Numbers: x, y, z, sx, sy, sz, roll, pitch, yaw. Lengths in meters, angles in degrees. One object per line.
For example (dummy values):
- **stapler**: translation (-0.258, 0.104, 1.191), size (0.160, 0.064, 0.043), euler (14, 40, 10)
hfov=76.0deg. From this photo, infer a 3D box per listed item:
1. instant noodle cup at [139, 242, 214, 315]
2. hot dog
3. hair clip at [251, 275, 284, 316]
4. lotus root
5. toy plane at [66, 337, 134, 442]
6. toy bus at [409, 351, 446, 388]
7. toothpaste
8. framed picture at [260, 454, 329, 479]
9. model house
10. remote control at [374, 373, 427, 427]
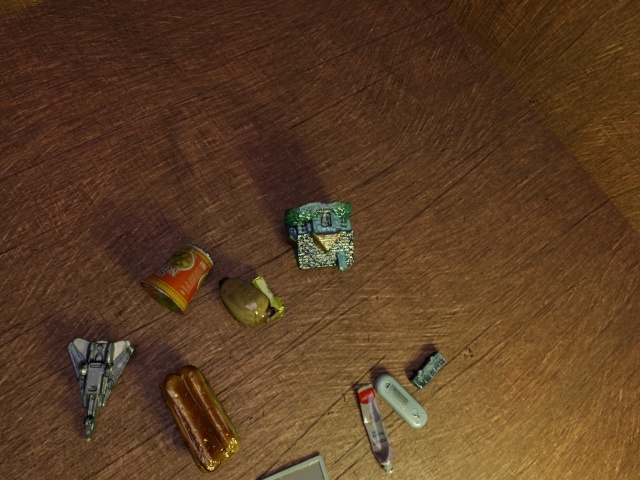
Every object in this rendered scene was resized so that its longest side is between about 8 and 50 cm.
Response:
- **instant noodle cup**: translation (-0.495, 0.130, 1.467), size (0.193, 0.193, 0.212), euler (34, 60, 0)
- **hot dog**: translation (-0.404, 0.583, 1.354), size (0.158, 0.117, 0.349), euler (-28, 81, -40)
- **hair clip**: translation (-0.201, 0.219, 1.564), size (0.072, 0.046, 0.173), euler (-38, 82, -12)
- **lotus root**: translation (-0.271, 0.229, 1.490), size (0.256, 0.154, 0.140), euler (32, 71, 20)
- **toy plane**: translation (-0.729, 0.481, 1.320), size (0.203, 0.103, 0.317), euler (5, 70, -12)
- **toy bus**: translation (0.421, 0.508, 1.610), size (0.165, 0.047, 0.065), euler (-40, 88, -22)
- **toothpaste**: translation (0.205, 0.687, 1.499), size (0.075, 0.048, 0.301), euler (-13, 72, -13)
- **framed picture**: translation (-0.056, 0.913, 1.374), size (0.232, 0.019, 0.297), euler (-13, 74, -18)
- **model house**: translation (0.000, 0.000, 1.591), size (0.260, 0.226, 0.242), euler (-6, 74, -13)
- **remote control**: translation (0.305, 0.605, 1.549), size (0.244, 0.047, 0.087), euler (44, 65, 3)
